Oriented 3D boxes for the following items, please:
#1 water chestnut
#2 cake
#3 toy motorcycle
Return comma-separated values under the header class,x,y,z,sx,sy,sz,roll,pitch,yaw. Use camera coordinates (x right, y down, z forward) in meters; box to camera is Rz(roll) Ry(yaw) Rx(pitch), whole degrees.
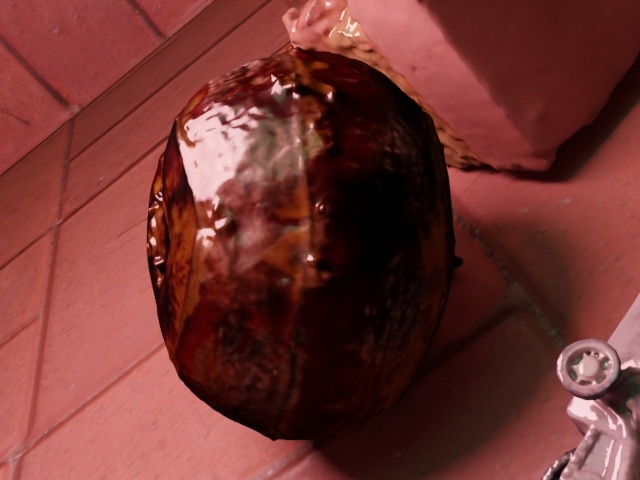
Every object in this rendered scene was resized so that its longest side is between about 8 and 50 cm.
class,x,y,z,sx,sy,sz,roll,pitch,yaw
water chestnut,0.000,0.000,0.731,0.350,0.302,0.351,-175,90,-67
cake,0.157,-0.258,0.867,0.314,0.293,0.306,-53,29,-8
toy motorcycle,0.248,0.097,0.487,0.170,0.110,0.260,22,71,44
